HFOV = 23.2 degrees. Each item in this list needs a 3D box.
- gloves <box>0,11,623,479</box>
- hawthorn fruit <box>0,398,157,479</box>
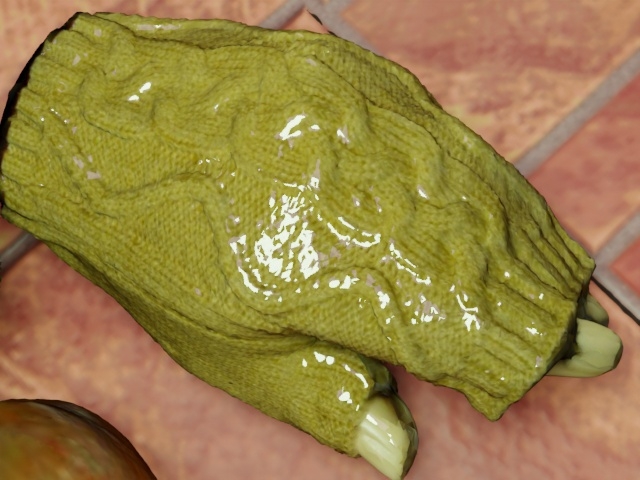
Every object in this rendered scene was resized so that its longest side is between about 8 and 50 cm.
[{"bbox_3d":[-0.009,-0.007,0.831,0.356,0.155,0.203,23,80,9],"label":"gloves"},{"bbox_3d":[-0.143,0.204,0.771,0.199,0.199,0.251,-30,84,-4],"label":"hawthorn fruit"}]
